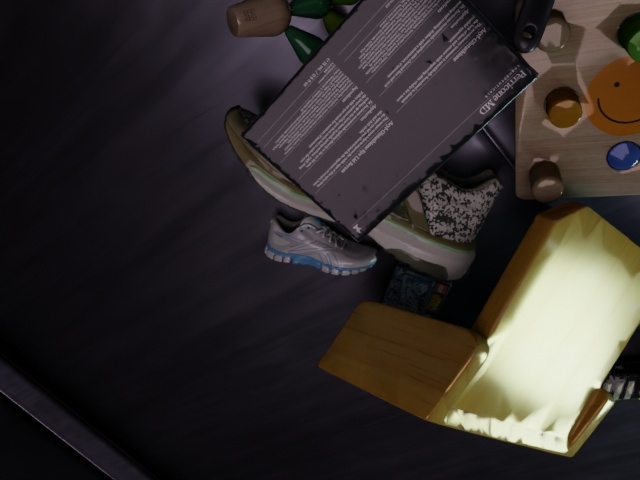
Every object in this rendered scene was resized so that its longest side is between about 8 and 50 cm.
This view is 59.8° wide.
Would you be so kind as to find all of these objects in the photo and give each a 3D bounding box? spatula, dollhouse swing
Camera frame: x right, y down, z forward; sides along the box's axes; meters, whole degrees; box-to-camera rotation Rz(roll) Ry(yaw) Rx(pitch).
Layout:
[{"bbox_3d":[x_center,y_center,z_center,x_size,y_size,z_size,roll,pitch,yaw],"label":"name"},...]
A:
[{"bbox_3d":[0.252,-0.333,0.554,0.084,0.030,0.297,18,99,4],"label":"spatula"},{"bbox_3d":[0.248,0.116,0.810,0.346,0.305,0.315,24,172,-35],"label":"dollhouse swing"}]

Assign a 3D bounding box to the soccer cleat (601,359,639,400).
[{"bbox_3d":[0.482,0.223,0.903,0.179,0.060,0.072,-32,107,33],"label":"soccer cleat"}]

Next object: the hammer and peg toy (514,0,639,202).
[{"bbox_3d":[0.410,-0.163,0.633,0.361,0.127,0.266,-1,121,17],"label":"hammer and peg toy"}]

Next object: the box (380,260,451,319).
[{"bbox_3d":[0.153,0.103,0.939,0.093,0.027,0.137,20,125,5],"label":"box"}]

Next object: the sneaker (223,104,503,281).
[{"bbox_3d":[0.070,-0.111,0.774,0.410,0.158,0.182,25,115,-9],"label":"sneaker"}]

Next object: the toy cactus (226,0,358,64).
[{"bbox_3d":[-0.019,-0.276,0.668,0.112,0.180,0.219,29,137,55],"label":"toy cactus"}]

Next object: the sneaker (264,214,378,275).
[{"bbox_3d":[0.000,0.000,0.895,0.190,0.071,0.083,9,118,10],"label":"sneaker"}]

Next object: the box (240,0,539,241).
[{"bbox_3d":[0.069,-0.157,0.620,0.184,0.103,0.261,42,111,-11],"label":"box"}]
